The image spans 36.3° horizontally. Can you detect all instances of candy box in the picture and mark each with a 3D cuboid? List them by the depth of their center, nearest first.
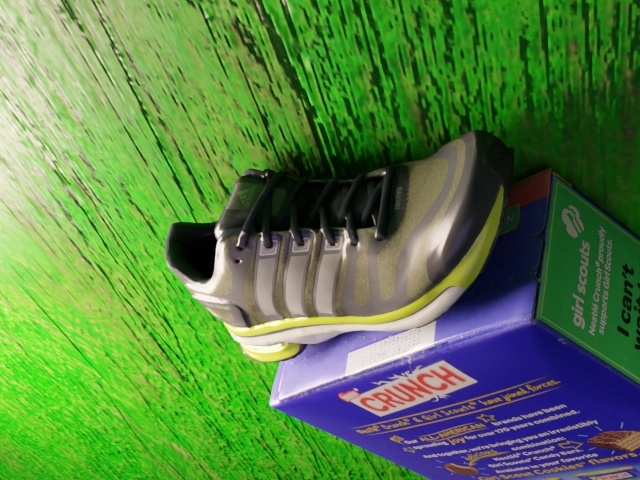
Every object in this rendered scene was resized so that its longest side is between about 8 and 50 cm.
[{"bbox_3d":[0.168,0.110,0.752,0.317,0.122,0.268,30,145,-29],"label":"candy box"}]

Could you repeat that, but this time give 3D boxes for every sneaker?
[{"bbox_3d":[0.000,0.000,0.650,0.121,0.111,0.300,35,140,-26],"label":"sneaker"}]
